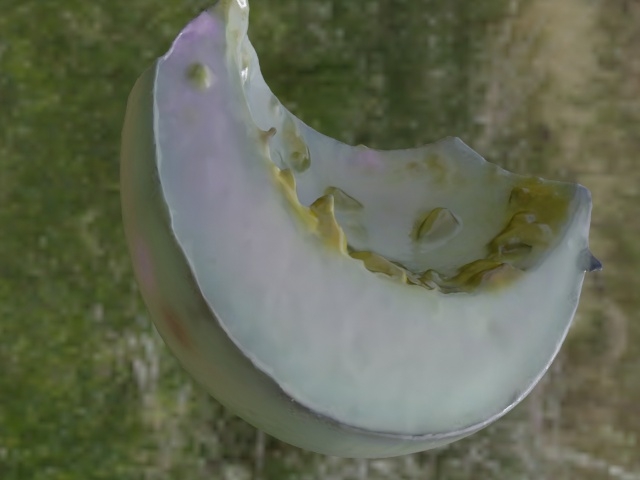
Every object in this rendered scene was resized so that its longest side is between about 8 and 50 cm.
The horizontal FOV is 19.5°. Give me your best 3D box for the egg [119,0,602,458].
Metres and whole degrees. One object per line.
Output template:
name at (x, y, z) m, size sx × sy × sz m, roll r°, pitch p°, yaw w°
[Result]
egg at (-0.007, 0.016, 0.982) m, size 0.161 × 0.271 × 0.206 m, roll -25°, pitch -127°, yaw 56°
